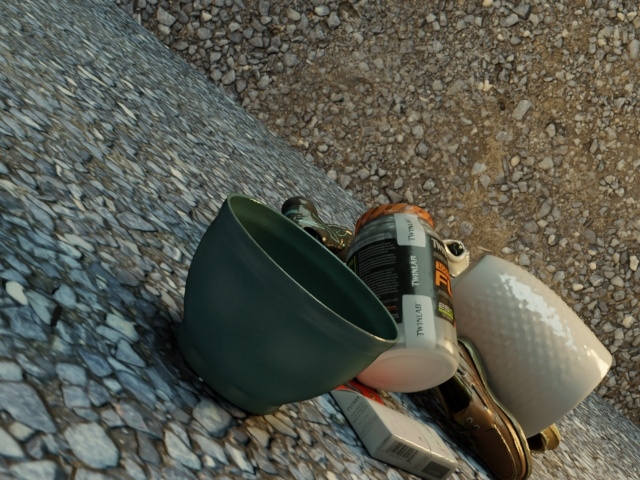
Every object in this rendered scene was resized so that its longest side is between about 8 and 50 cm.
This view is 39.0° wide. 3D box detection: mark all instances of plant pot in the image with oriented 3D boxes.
[{"bbox_3d":[-0.067,0.105,1.201,0.293,0.196,0.293,38,10,-8],"label":"plant pot"}]

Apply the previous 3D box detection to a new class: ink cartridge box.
[{"bbox_3d":[0.102,0.280,1.479,0.189,0.066,0.232,32,18,-41],"label":"ink cartridge box"}]

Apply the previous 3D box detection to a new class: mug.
[{"bbox_3d":[0.385,0.217,1.944,0.328,0.276,0.374,49,-20,3],"label":"mug"}]

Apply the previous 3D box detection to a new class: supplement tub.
[{"bbox_3d":[0.145,0.102,1.660,0.193,0.193,0.316,32,45,-41],"label":"supplement tub"}]

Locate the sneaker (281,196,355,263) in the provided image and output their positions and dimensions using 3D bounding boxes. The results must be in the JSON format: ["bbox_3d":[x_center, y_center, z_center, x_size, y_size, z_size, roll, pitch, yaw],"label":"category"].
[{"bbox_3d":[0.000,0.000,2.258,0.267,0.101,0.106,35,34,-34],"label":"sneaker"}]

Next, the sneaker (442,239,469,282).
[{"bbox_3d":[0.302,0.051,2.037,0.094,0.091,0.258,47,15,29],"label":"sneaker"}]

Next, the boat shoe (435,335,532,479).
[{"bbox_3d":[0.292,0.338,1.751,0.104,0.111,0.307,-11,64,-42],"label":"boat shoe"}]

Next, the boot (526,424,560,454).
[{"bbox_3d":[0.505,0.456,2.130,0.213,0.077,0.165,44,13,-17],"label":"boot"}]
